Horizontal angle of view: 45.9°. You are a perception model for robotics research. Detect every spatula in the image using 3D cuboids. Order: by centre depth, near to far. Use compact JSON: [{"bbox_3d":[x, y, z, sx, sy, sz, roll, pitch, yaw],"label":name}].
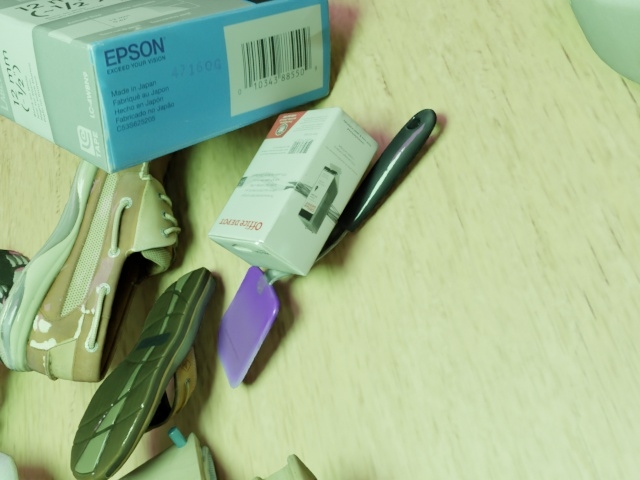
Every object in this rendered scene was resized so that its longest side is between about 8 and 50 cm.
[{"bbox_3d":[0.000,0.000,0.665,0.296,0.030,0.084,-48,36,7],"label":"spatula"}]

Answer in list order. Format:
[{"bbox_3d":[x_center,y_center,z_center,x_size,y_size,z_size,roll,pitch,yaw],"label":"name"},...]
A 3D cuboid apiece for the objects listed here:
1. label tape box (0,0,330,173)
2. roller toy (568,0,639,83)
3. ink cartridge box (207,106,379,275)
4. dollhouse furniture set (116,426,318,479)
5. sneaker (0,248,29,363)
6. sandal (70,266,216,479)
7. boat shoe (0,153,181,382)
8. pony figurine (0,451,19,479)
[{"bbox_3d":[-0.198,-0.199,0.744,0.347,0.249,0.115,28,131,37],"label":"label tape box"},{"bbox_3d":[0.254,-0.213,0.504,0.191,0.146,0.209,-48,52,9],"label":"roller toy"},{"bbox_3d":[-0.025,-0.043,0.654,0.099,0.056,0.135,8,64,56],"label":"ink cartridge box"},{"bbox_3d":[-0.085,0.288,0.590,0.286,0.198,0.303,-32,21,-5],"label":"dollhouse furniture set"},{"bbox_3d":[-0.369,0.075,0.868,0.077,0.072,0.178,-57,45,16],"label":"sneaker"},{"bbox_3d":[-0.146,0.122,0.685,0.090,0.060,0.219,-17,38,40],"label":"sandal"},{"bbox_3d":[-0.198,-0.006,0.767,0.116,0.123,0.324,20,72,4],"label":"boat shoe"},{"bbox_3d":[-0.449,0.223,0.724,0.363,0.302,0.351,-63,15,12],"label":"pony figurine"}]
